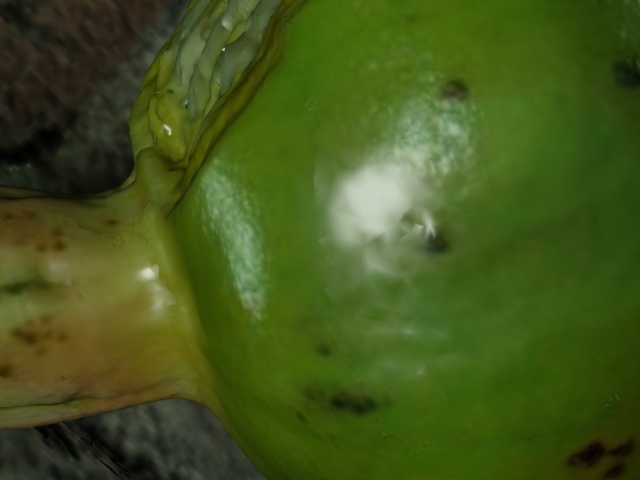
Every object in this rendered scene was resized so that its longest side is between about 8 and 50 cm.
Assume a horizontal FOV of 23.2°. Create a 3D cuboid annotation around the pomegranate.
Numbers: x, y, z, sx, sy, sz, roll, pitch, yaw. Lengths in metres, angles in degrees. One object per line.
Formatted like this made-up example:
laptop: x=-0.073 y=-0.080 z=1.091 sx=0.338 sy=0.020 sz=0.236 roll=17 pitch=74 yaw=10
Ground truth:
pomegranate: x=0.000 y=0.000 z=0.499 sx=0.301 sy=0.236 sz=0.236 roll=-21 pitch=96 yaw=-10
